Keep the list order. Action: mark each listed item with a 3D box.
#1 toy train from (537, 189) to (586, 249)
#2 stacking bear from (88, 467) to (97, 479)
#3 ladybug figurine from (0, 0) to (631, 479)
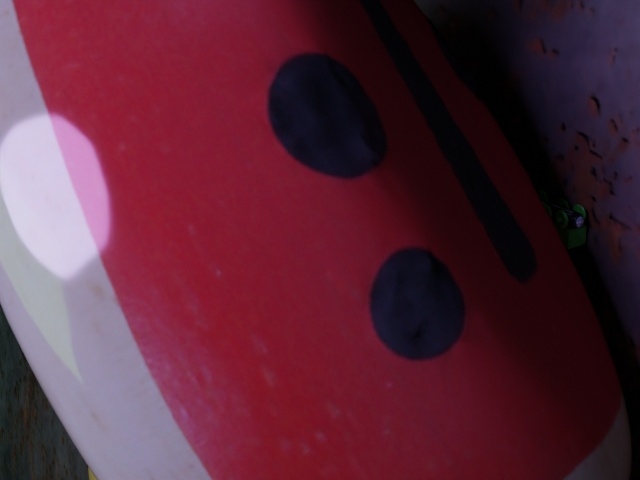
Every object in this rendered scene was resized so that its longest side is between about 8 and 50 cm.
[{"bbox_3d":[0.110,-0.015,0.630,0.083,0.017,0.024,29,129,55],"label":"toy train"},{"bbox_3d":[-0.084,0.147,0.783,0.164,0.175,0.289,-125,52,-74],"label":"stacking bear"},{"bbox_3d":[0.000,0.000,0.549,0.162,0.305,0.449,-30,94,28],"label":"ladybug figurine"}]
